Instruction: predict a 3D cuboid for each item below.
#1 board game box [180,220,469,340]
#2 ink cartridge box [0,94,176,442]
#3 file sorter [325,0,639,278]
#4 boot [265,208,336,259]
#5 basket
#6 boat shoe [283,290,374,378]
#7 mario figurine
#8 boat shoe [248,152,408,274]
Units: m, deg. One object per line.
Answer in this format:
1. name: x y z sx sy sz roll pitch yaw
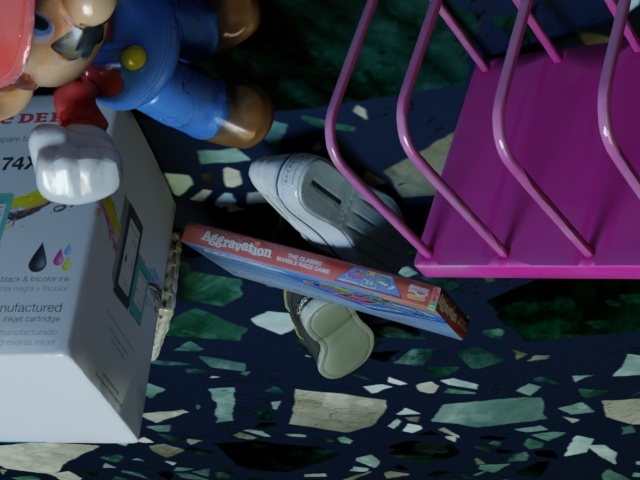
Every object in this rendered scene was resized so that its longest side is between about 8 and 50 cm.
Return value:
1. board game box: 0.006 0.042 1.107 0.281 0.027 0.145 15 170 22
2. ink cartridge box: -0.269 0.028 0.991 0.198 0.270 0.197 -2 148 9
3. file sorter: 0.175 -0.104 0.726 0.291 0.202 0.182 -1 150 39
4. boot: 0.000 0.000 1.146 0.114 0.037 0.106 10 163 -6
5. basket: -0.221 0.061 1.204 0.103 0.113 0.167 8 150 -12
6. boat shoe: 0.010 0.100 1.295 0.081 0.068 0.227 -33 151 -7
7. mario figurine: -0.128 -0.136 0.697 0.170 0.198 0.320 -50 157 22
8. boat shoe: 0.013 -0.032 1.070 0.076 0.083 0.226 18 163 37
